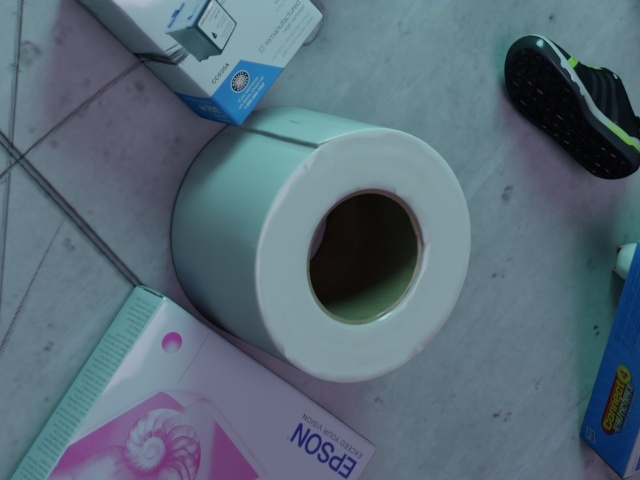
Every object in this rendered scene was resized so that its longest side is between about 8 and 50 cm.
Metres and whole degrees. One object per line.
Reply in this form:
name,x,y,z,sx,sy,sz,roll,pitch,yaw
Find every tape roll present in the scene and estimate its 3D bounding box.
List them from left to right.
tape roll,0.000,0.000,1.367,0.246,0.169,0.246,-8,105,-31

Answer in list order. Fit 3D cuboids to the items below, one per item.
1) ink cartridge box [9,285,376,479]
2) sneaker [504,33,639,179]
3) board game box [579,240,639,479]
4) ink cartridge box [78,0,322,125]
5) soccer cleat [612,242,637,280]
ink cartridge box,-0.143,0.264,1.400,0.324,0.071,0.330,38,78,-34
sneaker,0.289,-0.164,1.589,0.234,0.084,0.097,44,53,-34
board game box,0.481,0.107,1.693,0.302,0.086,0.308,-16,132,-30
ink cartridge box,-0.113,-0.219,1.294,0.190,0.082,0.140,43,77,-34
soccer cleat,0.444,0.035,1.723,0.196,0.076,0.068,2,100,-34
